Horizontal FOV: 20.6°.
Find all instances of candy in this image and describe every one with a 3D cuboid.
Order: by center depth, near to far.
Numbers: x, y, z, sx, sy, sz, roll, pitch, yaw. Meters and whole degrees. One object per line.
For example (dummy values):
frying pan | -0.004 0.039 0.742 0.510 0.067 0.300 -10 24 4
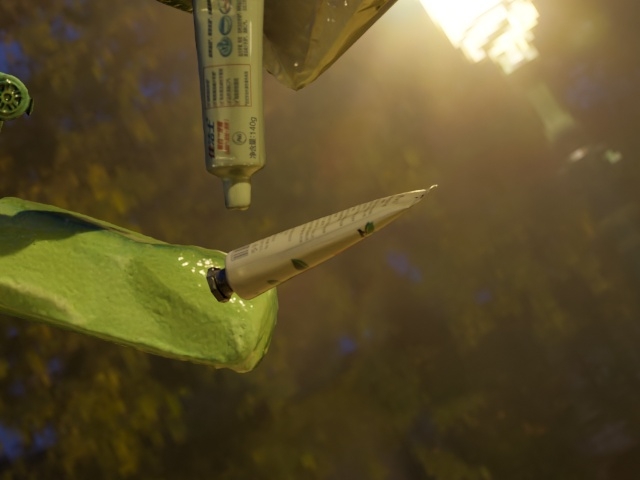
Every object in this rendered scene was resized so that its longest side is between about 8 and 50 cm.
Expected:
candy | -0.216 0.049 1.907 0.343 0.132 0.142 15 -14 9

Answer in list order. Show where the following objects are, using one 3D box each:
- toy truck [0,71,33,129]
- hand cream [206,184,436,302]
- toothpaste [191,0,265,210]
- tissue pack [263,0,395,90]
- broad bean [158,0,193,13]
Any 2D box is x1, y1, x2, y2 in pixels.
toy truck | -0.248 -0.047 1.167 0.078 0.154 0.080 16 2 -18
hand cream | 0.000 0.000 1.669 0.234 0.050 0.080 -24 6 19
toothpaste | -0.073 -0.158 1.423 0.069 0.268 0.047 -4 -3 22
tissue pack | 0.061 -0.387 1.941 0.380 0.207 0.297 -47 -1 -41
broad bean | -0.179 -0.271 1.708 0.195 0.061 0.046 28 -65 -16
